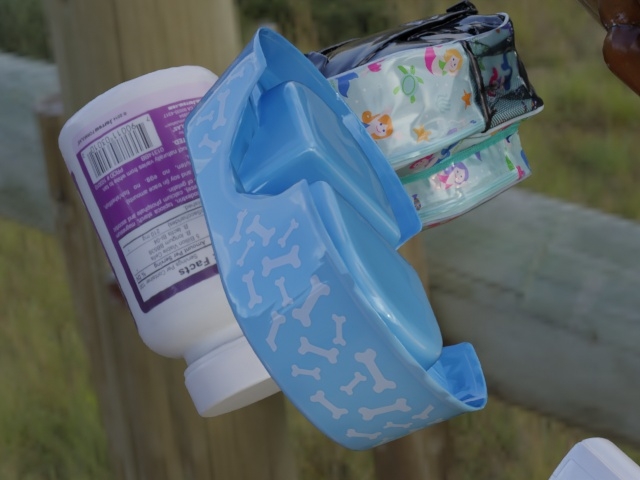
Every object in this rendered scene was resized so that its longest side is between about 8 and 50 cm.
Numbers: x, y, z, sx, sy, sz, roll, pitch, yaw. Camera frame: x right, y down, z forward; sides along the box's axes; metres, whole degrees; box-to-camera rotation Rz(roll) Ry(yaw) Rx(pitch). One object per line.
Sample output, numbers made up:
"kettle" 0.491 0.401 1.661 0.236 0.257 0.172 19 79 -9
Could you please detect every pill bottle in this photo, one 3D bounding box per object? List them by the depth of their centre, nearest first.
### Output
"pill bottle" -0.114 0.004 1.639 0.169 0.301 0.169 -24 -11 -5

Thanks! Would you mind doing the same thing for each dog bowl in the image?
"dog bowl" 0.000 0.000 1.008 0.074 0.166 0.297 -36 38 13

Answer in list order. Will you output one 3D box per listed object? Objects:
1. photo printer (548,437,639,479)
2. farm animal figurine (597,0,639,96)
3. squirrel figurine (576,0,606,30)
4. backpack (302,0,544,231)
"photo printer" 0.336 0.402 1.949 0.107 0.256 0.307 24 12 -39
"farm animal figurine" 0.253 -0.203 0.773 0.330 0.172 0.327 -28 -2 15
"squirrel figurine" 0.456 -0.297 1.707 0.281 0.370 0.397 43 6 16
"backpack" 0.052 -0.096 1.538 0.225 0.191 0.253 -15 1 35
